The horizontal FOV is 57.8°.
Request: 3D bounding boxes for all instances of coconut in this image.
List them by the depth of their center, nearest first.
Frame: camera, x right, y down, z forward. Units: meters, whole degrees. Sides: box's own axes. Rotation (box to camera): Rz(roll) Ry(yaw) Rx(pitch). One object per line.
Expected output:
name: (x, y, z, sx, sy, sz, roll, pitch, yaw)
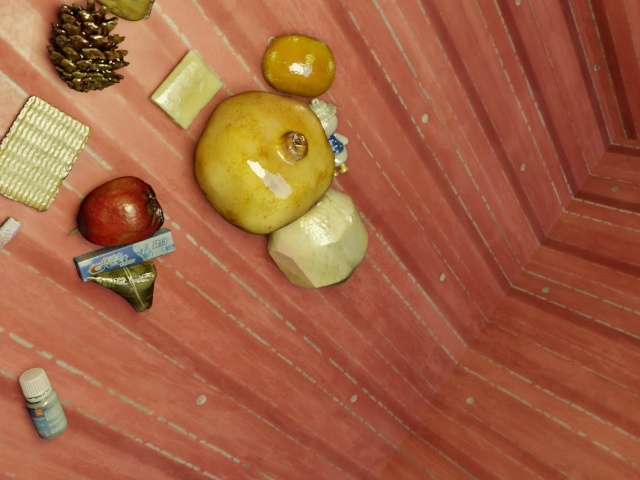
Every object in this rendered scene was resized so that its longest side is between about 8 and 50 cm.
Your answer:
coconut: (0.000, 0.000, 1.889, 0.353, 0.353, 0.352, -15, 115, -34)

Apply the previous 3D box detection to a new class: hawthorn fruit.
hawthorn fruit: (-0.551, -0.070, 1.541, 0.252, 0.189, 0.189, -16, 118, -12)

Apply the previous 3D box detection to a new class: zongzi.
zongzi: (-0.559, 0.147, 1.632, 0.184, 0.084, 0.187, -10, 138, -29)

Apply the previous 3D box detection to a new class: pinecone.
pinecone: (-0.556, -0.459, 1.379, 0.184, 0.179, 0.204, -11, 98, 10)

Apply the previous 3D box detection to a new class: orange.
orange: (-0.050, -0.528, 1.761, 0.237, 0.158, 0.179, 4, 106, -39)

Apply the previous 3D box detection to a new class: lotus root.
lotus root: (-0.507, -0.633, 1.376, 0.260, 0.129, 0.145, 33, 59, -40)

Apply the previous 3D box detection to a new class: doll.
doll: (0.020, -0.342, 1.926, 0.138, 0.119, 0.293, -29, 129, -8)

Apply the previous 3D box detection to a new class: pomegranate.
pomegranate: (-0.147, -0.221, 1.640, 0.417, 0.417, 0.416, -15, 115, -34)

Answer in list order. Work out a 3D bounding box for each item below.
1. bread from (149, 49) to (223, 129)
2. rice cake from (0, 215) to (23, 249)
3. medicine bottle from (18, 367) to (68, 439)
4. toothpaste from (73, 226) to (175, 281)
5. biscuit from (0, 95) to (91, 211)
bread: (-0.373, -0.416, 1.612, 0.178, 0.060, 0.139, -52, 129, -10)
rice cake: (-0.822, 0.027, 1.439, 0.047, 0.036, 0.206, 44, 78, -30)
medicine bottle: (-0.771, 0.451, 1.610, 0.084, 0.083, 0.203, -22, 118, -31)
toothpaste: (-0.551, 0.038, 1.647, 0.272, 0.053, 0.066, -22, 119, -30)
biscuit: (-0.706, -0.213, 1.446, 0.172, 0.029, 0.254, 33, 85, -42)
